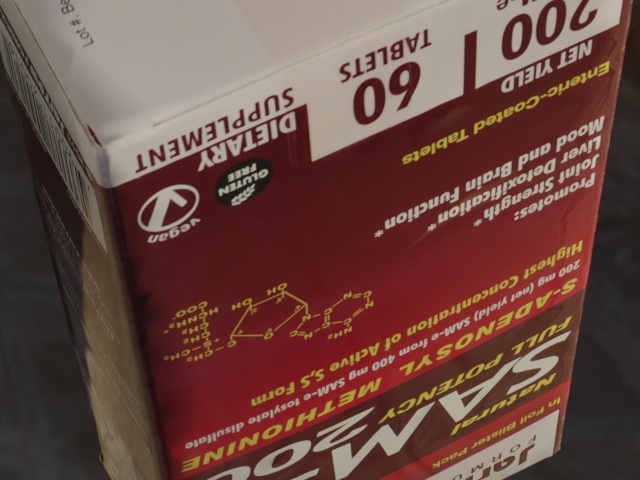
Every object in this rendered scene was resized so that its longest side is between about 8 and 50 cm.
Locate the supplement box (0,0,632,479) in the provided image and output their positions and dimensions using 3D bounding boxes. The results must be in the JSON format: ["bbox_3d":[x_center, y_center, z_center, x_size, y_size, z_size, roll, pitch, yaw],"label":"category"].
[{"bbox_3d":[0.000,0.000,0.499,0.130,0.239,0.073,-24,59,-13],"label":"supplement box"}]
